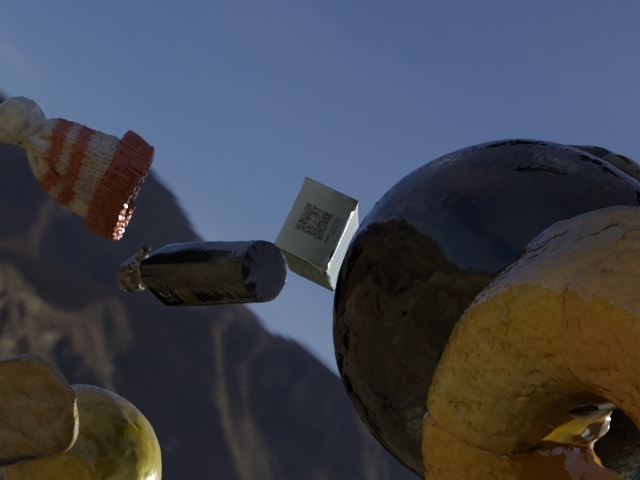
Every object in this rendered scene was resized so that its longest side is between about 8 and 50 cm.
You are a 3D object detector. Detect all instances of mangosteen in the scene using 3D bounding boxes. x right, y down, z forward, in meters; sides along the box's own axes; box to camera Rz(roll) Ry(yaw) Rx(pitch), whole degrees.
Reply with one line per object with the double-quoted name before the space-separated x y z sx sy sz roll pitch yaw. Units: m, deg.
"mangosteen" 0.156 0.054 1.211 0.300 0.300 0.300 38 -12 9

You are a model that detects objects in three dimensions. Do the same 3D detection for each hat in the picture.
"hat" -0.245 -0.082 1.523 0.162 0.093 0.112 26 -54 -4

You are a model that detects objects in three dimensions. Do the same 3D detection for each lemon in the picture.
"lemon" -0.255 0.240 1.692 0.170 0.170 0.207 46 -2 -26

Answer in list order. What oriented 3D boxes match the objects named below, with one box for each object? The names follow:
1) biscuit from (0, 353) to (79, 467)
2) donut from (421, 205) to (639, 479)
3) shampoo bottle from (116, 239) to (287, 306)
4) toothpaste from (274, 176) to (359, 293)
"biscuit" -0.212 0.113 1.019 0.147 0.018 0.071 -14 -79 35
"donut" 0.174 0.135 0.909 0.303 0.110 0.303 25 -54 39
"shampoo bottle" -0.119 0.029 1.493 0.207 0.063 0.057 -2 -53 46
"toothpaste" 0.000 0.000 1.732 0.067 0.081 0.336 26 -4 3
